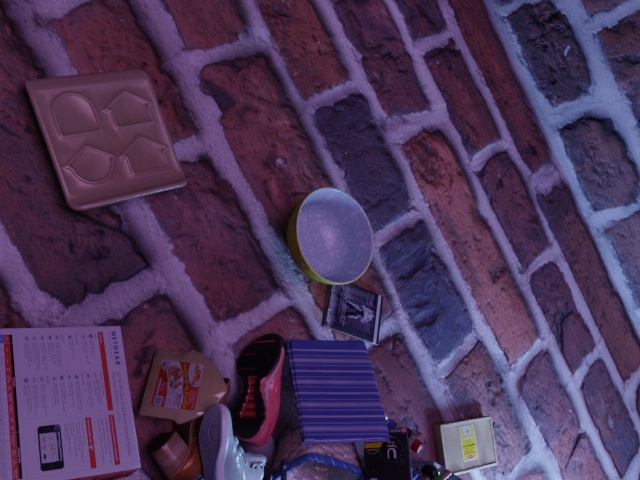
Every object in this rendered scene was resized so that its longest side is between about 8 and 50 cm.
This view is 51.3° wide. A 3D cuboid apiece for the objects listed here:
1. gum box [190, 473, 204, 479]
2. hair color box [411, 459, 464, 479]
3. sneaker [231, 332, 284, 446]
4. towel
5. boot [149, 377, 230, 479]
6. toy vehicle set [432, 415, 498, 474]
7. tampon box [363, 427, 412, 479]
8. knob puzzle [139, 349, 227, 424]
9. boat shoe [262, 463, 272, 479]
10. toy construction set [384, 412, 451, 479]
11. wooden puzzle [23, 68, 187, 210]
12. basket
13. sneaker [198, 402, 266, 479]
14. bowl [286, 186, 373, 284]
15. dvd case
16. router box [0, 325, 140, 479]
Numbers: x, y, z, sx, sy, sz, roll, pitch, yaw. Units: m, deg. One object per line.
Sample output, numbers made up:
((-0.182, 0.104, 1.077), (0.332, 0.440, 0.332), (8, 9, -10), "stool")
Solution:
((-0.289, 0.652, 1.500), (0.157, 0.041, 0.184), (-33, 98, -19), "gum box")
((0.319, 0.882, 2.017), (0.185, 0.113, 0.374), (37, 57, -25), "hair color box")
((-0.159, 0.405, 1.799), (0.136, 0.116, 0.314), (66, 29, -50), "sneaker")
((0.040, 0.408, 1.828), (0.243, 0.040, 0.336), (2, 42, -14), "towel")
((-0.274, 0.505, 1.665), (0.220, 0.109, 0.283), (59, 40, -19), "boot")
((0.493, 0.693, 2.257), (0.267, 0.035, 0.166), (4, 75, -37), "toy vehicle set")
((0.181, 0.593, 1.778), (0.101, 0.120, 0.161), (69, 17, -61), "tampon box")
((-0.326, 0.362, 1.634), (0.213, 0.030, 0.213), (2, 53, -3), "knob puzzle")
((-0.218, 0.688, 1.660), (0.114, 0.091, 0.302), (39, 57, -24), "boat shoe")
((0.154, 0.640, 1.911), (0.237, 0.257, 0.309), (-35, 79, -27), "toy construction set")
((-0.540, -0.258, 1.686), (0.322, 0.080, 0.348), (-20, 85, -40), "wooden puzzle")
((-0.001, 0.638, 1.755), (0.255, 0.201, 0.289), (32, 30, -27), "basket")
((-0.206, 0.503, 1.607), (0.151, 0.094, 0.256), (-6, 99, -43), "sneaker")
((0.000, 0.000, 1.982), (0.289, 0.156, 0.289), (12, 71, -36), "bowl")
((0.104, 0.221, 2.093), (0.221, 0.018, 0.164), (23, 63, -31), "dvd case")
((-0.564, 0.354, 1.427), (0.301, 0.082, 0.335), (5, 58, -37), "router box")
